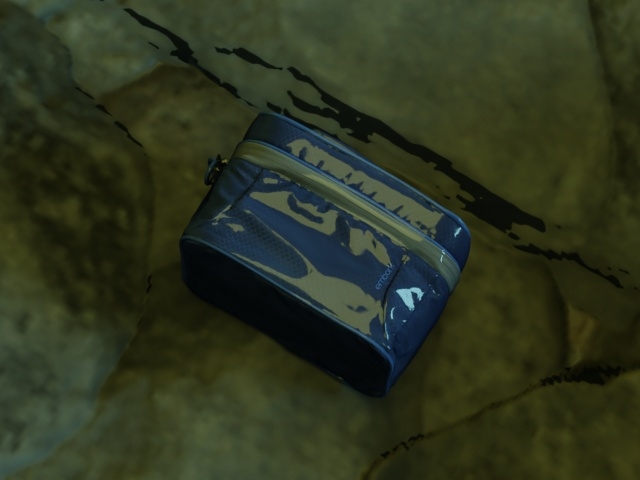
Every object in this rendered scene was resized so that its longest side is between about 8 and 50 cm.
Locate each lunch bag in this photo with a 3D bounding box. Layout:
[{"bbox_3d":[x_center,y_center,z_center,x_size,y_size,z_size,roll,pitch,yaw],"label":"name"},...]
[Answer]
[{"bbox_3d":[0.000,0.000,0.603,0.098,0.067,0.065,31,72,6],"label":"lunch bag"}]
